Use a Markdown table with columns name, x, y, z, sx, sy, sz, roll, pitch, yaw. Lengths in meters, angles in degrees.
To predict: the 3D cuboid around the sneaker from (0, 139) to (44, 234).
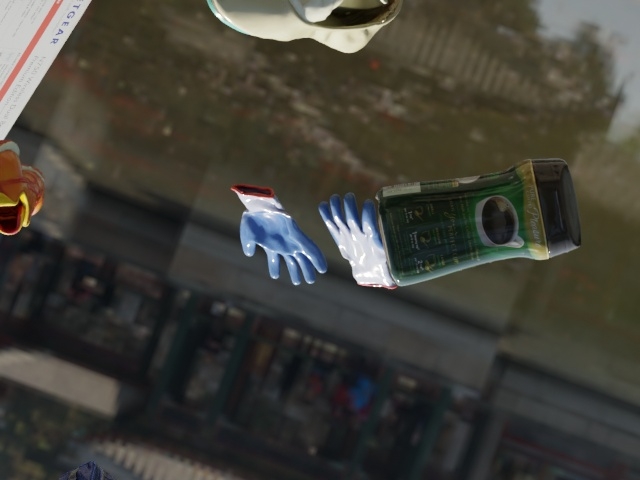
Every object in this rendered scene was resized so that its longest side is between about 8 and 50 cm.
| name | x | y | z | sx | sy | sz | roll | pitch | yaw |
| --- | --- | --- | --- | --- | --- | --- | --- | --- | --- |
| sneaker | -0.262 | -0.034 | 1.436 | 0.064 | 0.067 | 0.175 | -10 | 172 | 1 |

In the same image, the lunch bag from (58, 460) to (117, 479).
| name | x | y | z | sx | sy | sz | roll | pitch | yaw |
| --- | --- | --- | --- | --- | --- | --- | --- | --- | --- |
| lunch bag | -0.261 | 0.297 | 1.932 | 0.067 | 0.098 | 0.065 | -32 | 123 | 26 |

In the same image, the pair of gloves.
| name | x | y | z | sx | sy | sz | roll | pitch | yaw |
| --- | --- | --- | --- | --- | --- | --- | --- | --- | --- |
| pair of gloves | 0.000 | 0.000 | 1.820 | 0.198 | 0.023 | 0.159 | 7 | 146 | 23 |

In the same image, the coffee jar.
| name | x | y | z | sx | sy | sz | roll | pitch | yaw |
| --- | --- | --- | --- | --- | --- | --- | --- | --- | --- |
| coffee jar | 0.149 | -0.019 | 1.640 | 0.184 | 0.096 | 0.079 | -10 | -173 | 6 |

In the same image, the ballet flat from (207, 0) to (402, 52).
| name | x | y | z | sx | sy | sz | roll | pitch | yaw |
| --- | --- | --- | --- | --- | --- | --- | --- | --- | --- |
| ballet flat | -0.003 | -0.205 | 1.427 | 0.086 | 0.086 | 0.248 | 18 | -170 | 25 |

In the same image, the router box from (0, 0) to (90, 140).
| name | x | y | z | sx | sy | sz | roll | pitch | yaw |
| --- | --- | --- | --- | --- | --- | --- | --- | --- | --- |
| router box | -0.434 | -0.192 | 1.890 | 0.082 | 0.335 | 0.301 | 47 | -156 | 23 |
